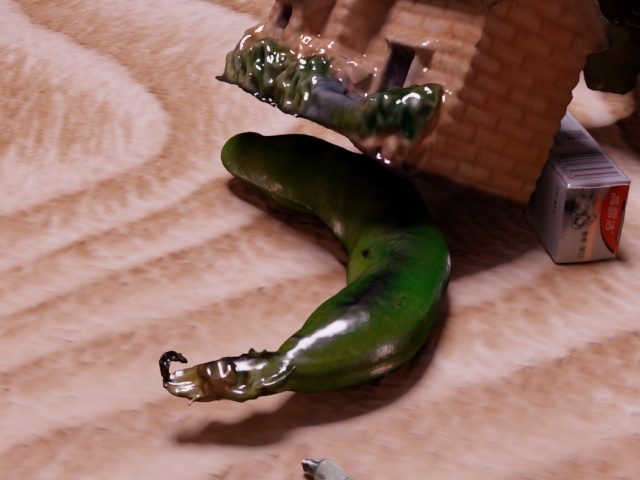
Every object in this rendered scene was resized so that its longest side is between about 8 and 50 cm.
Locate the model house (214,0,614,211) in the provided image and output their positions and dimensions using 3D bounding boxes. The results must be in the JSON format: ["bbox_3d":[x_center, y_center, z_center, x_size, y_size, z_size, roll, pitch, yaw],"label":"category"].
[{"bbox_3d":[0.066,-0.130,0.650,0.166,0.172,0.183,18,12,-37],"label":"model house"}]

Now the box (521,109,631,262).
[{"bbox_3d":[0.139,-0.063,0.710,0.040,0.055,0.218,-4,29,-8],"label":"box"}]

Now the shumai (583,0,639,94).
[{"bbox_3d":[0.295,-0.242,0.756,0.330,0.292,0.288,-18,6,17],"label":"shumai"}]

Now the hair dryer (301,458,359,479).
[{"bbox_3d":[0.096,0.122,0.411,0.167,0.067,0.199,-1,13,-19],"label":"hair dryer"}]

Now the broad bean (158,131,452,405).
[{"bbox_3d":[0.000,0.000,0.607,0.144,0.049,0.292,2,29,0],"label":"broad bean"}]
